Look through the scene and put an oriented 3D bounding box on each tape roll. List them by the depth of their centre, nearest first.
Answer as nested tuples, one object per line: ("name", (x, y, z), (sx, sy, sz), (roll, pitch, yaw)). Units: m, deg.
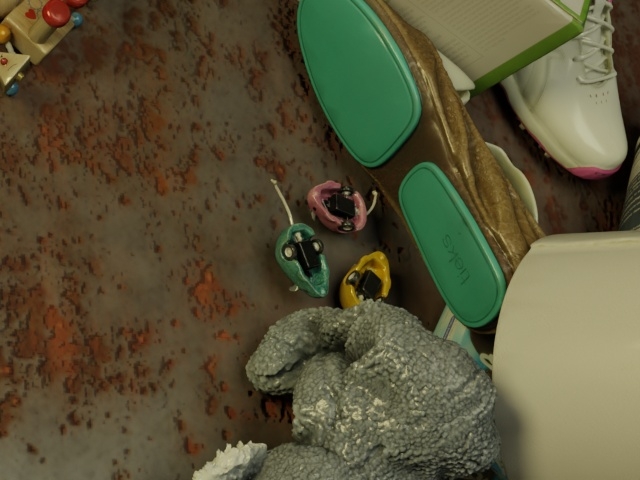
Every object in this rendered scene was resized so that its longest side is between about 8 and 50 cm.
("tape roll", (0.262, 0.112, 1.426), (0.246, 0.169, 0.246), (8, 80, -55))

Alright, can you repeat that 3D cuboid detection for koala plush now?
("koala plush", (0.008, 0.172, 1.340), (0.221, 0.203, 0.196), (-44, 99, -29))

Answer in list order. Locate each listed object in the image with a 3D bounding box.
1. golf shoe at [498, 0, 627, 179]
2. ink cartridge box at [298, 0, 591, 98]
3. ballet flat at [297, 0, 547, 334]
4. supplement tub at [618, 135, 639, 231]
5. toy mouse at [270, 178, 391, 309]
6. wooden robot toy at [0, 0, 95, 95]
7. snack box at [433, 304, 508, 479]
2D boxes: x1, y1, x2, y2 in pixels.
("golf shoe", (0.223, -0.208, 1.692), (0.115, 0.140, 0.306), (-19, 84, -43))
("ink cartridge box", (0.083, -0.245, 1.564), (0.255, 0.189, 0.097), (34, 54, -21))
("ballet flat", (0.101, -0.079, 1.534), (0.124, 0.116, 0.342), (-12, 64, -45))
("supplement tub", (0.373, -0.016, 1.687), (0.191, 0.191, 0.272), (34, 54, -22))
("toy mouse", (0.000, 0.000, 1.492), (0.143, 0.031, 0.161), (40, 47, -25))
("wooden robot toy", (-0.220, -0.185, 1.387), (0.079, 0.076, 0.173), (38, 51, -5))
("snack box", (0.219, 0.181, 1.569), (0.322, 0.060, 0.187), (40, 52, -17))
